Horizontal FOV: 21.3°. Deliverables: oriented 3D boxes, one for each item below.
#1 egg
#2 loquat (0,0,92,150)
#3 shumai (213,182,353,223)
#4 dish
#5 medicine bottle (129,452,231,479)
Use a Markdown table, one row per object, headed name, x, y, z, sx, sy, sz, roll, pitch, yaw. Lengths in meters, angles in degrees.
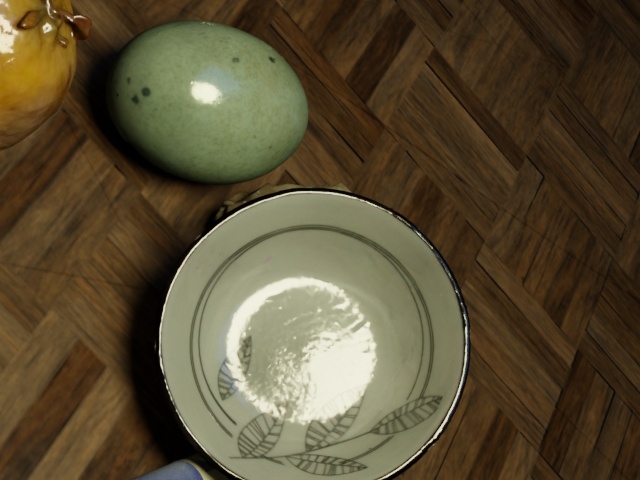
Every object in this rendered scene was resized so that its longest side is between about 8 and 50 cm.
| name | x | y | z | sx | sy | sz | roll | pitch | yaw |
| --- | --- | --- | --- | --- | --- | --- | --- | --- | --- |
| egg | -0.117 | -0.144 | 1.796 | 0.236 | 0.169 | 0.169 | 19 | 55 | -40 |
| loquat | -0.331 | -0.184 | 1.549 | 0.193 | 0.238 | 0.238 | -19 | 82 | -56 |
| shumai | 0.000 | 0.000 | 1.830 | 0.206 | 0.176 | 0.166 | 2 | 66 | -49 |
| dish | -0.011 | 0.108 | 1.697 | 0.317 | 0.106 | 0.316 | 2 | 76 | -7 |
| medicine bottle | -0.099 | 0.231 | 1.679 | 0.231 | 0.059 | 0.059 | -15 | 79 | -50 |
